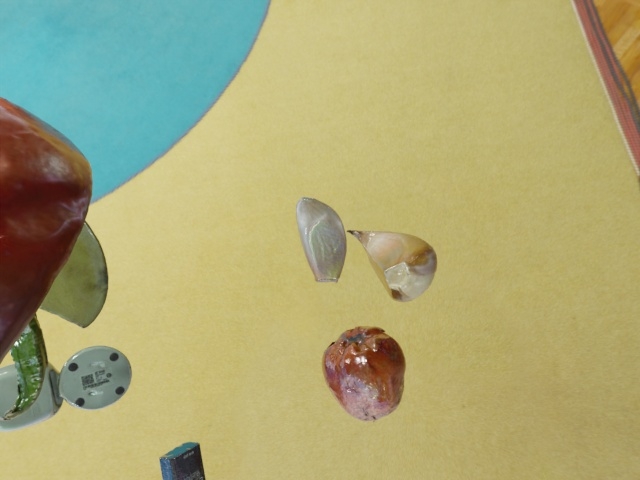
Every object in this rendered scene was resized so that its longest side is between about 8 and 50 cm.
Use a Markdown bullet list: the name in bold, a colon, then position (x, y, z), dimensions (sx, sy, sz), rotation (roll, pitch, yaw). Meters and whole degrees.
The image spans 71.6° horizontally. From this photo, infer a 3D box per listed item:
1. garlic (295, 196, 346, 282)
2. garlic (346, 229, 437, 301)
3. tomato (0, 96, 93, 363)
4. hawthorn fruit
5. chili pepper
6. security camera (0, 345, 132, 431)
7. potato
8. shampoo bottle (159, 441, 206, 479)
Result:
- **garlic**: position (0.009, -0.004, 1.428), dimensions (0.143, 0.112, 0.318), rotation (-13, 109, -2)
- **garlic**: position (0.148, 0.048, 0.857), dimensions (0.128, 0.115, 0.206), rotation (-16, 26, -15)
- **tomato**: position (-0.337, -0.002, 0.299), dimensions (0.338, 0.143, 0.338), rotation (-9, 56, 14)
- **hawthorn fruit**: position (0.095, 0.260, 0.890), dimensions (0.179, 0.173, 0.173), rotation (45, 83, 0)
- **chili pepper**: position (-0.521, 0.116, 0.743), dimensions (0.076, 0.085, 0.359), rotation (-11, 94, -12)
- **security camera**: position (-0.604, 0.335, 1.038), dimensions (0.302, 0.080, 0.157), rotation (-11, 100, -25)
- **potato**: position (-0.646, 0.099, 1.081), dimensions (0.269, 0.255, 0.112), rotation (-32, 28, -21)
- **shampoo bottle**: position (-0.329, 0.681, 1.117), dimensions (0.071, 0.098, 0.309), rotation (-11, 87, 28)
